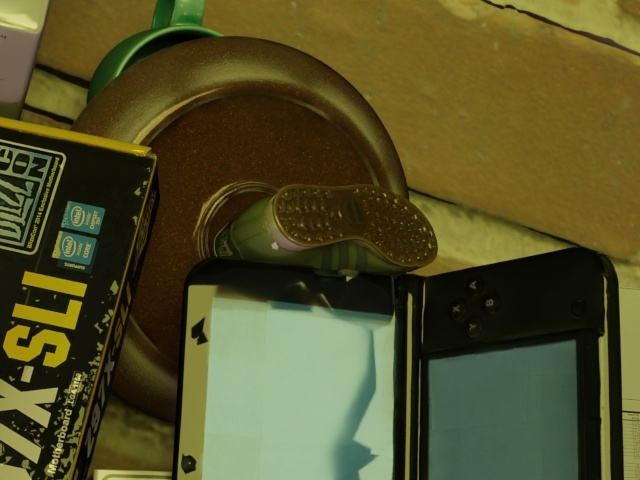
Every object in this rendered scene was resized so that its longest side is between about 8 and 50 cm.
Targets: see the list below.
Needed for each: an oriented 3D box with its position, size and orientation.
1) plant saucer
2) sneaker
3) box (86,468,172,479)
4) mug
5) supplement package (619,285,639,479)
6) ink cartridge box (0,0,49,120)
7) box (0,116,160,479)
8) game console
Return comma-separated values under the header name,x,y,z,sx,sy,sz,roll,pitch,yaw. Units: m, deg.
name,x,y,z,sx,sy,sz,roll,pitch,yaw
plant saucer,-0.059,-0.003,1.181,0.310,0.050,0.311,-2,95,-23
sneaker,0.000,0.000,1.147,0.192,0.086,0.064,7,64,-51
box,-0.129,0.315,1.062,0.087,0.169,0.290,4,73,-14
mug,-0.114,-0.116,1.225,0.129,0.097,0.158,38,80,-22
supplement package,0.152,0.152,1.173,0.149,0.194,0.203,5,72,-14
ink cartridge box,-0.258,-0.198,1.116,0.129,0.307,0.223,13,70,-13
box,-0.267,0.069,1.025,0.257,0.079,0.322,13,68,1
game console,0.048,0.146,0.994,0.173,0.250,0.293,17,68,-44
